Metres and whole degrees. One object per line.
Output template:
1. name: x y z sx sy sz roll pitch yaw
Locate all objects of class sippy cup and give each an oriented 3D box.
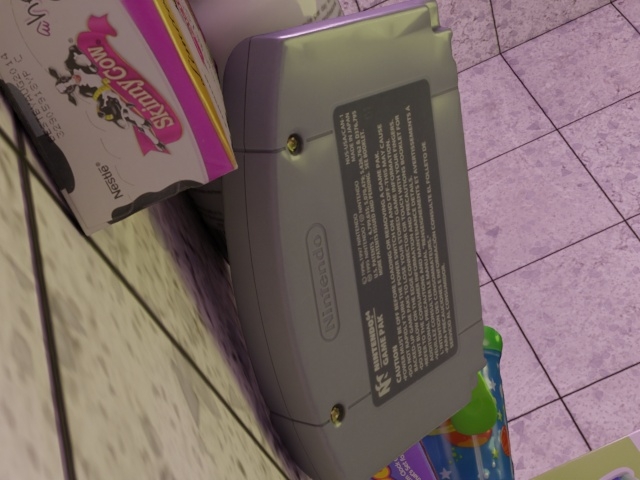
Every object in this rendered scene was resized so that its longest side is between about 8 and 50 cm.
1. sippy cup: 0.159 0.257 1.267 0.305 0.240 0.224 26 47 -60

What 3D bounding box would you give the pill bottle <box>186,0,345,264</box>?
1. pill bottle: -0.051 -0.119 0.670 0.160 0.160 0.283 -112 177 -59

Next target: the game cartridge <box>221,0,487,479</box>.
1. game cartridge: 0.028 0.002 0.615 0.062 0.198 0.297 10 -65 46

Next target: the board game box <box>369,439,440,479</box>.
1. board game box: 0.045 0.170 0.996 0.233 0.078 0.347 -88 153 -87

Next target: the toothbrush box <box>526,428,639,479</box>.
1. toothbrush box: 0.198 0.278 0.693 0.122 0.283 0.206 -112 176 -51

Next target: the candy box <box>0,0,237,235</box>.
1. candy box: -0.107 -0.119 0.442 0.233 0.071 0.159 -110 176 -67
